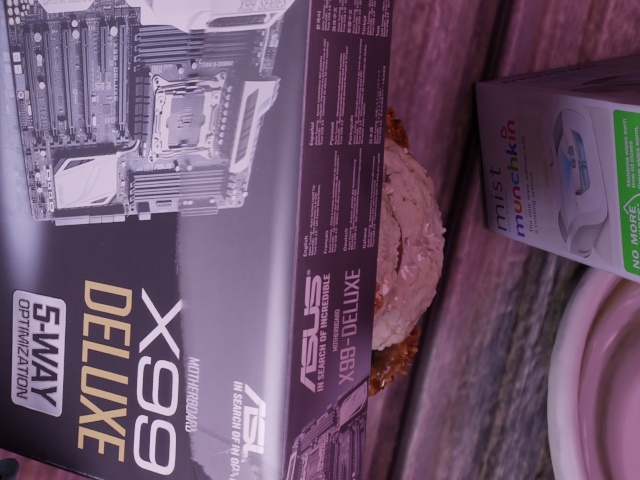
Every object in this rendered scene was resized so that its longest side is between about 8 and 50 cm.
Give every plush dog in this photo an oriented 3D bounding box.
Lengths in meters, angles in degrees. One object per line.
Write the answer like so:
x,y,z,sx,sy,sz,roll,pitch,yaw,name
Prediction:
0.000,0.000,0.808,0.225,0.210,0.262,-9,103,-54,plush dog

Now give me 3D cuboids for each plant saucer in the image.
0.321,0.176,0.996,0.400,0.100,0.400,11,65,-26,plant saucer

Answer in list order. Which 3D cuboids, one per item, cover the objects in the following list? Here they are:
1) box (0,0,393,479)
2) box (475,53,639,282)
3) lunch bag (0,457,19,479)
-0.086,-0.023,0.678,0.076,0.242,0.307,-7,104,-54,box
0.281,-0.065,0.902,0.262,0.231,0.127,-12,105,-19,box
-0.302,0.213,0.663,0.262,0.160,0.223,13,95,-21,lunch bag
